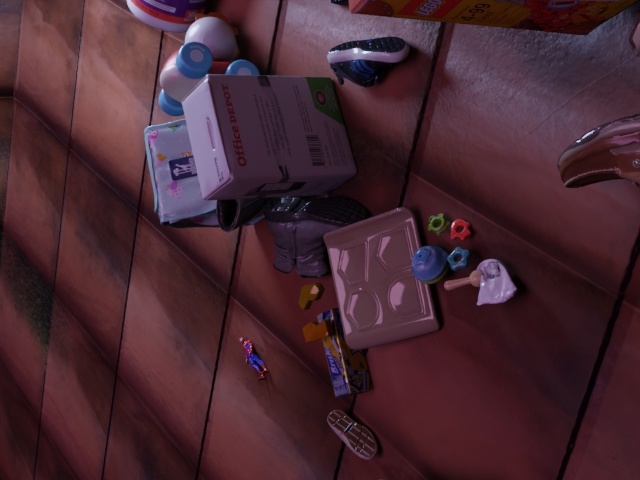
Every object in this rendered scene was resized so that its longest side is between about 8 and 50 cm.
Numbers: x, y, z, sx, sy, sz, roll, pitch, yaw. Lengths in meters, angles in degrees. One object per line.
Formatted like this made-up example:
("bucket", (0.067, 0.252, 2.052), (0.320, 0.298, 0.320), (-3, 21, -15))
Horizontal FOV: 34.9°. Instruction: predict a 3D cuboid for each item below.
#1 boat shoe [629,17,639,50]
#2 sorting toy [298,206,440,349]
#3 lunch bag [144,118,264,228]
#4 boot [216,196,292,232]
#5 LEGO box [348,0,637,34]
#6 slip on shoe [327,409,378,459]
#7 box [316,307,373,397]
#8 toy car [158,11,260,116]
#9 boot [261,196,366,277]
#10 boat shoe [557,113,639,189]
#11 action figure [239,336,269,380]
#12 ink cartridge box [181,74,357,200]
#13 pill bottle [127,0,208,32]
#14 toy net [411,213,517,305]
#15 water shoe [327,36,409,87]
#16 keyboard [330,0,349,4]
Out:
("boat shoe", (0.480, -0.316, 1.323), (0.072, 0.068, 0.190), (46, 139, 25))
("sorting toy", (0.078, 0.085, 1.894), (0.307, 0.041, 0.229), (-19, 82, 39))
("lunch bag", (-0.242, -0.143, 2.167), (0.160, 0.262, 0.223), (-25, 73, 53))
("boot", (-0.125, -0.127, 2.047), (0.076, 0.208, 0.190), (18, 113, 34))
("LEGO box", (0.285, -0.432, 1.189), (0.500, 0.372, 0.193), (150, 120, -69))
("slip on shoe", (0.066, 0.385, 1.990), (0.135, 0.051, 0.041), (33, 160, 39))
("box", (0.047, 0.216, 1.978), (0.054, 0.059, 0.169), (-27, 72, 51))
("toy car", (-0.225, -0.400, 2.226), (0.219, 0.210, 0.238), (135, 151, -62))
("boot", (0.000, 0.000, 2.012), (0.246, 0.083, 0.161), (7, 123, 36))
("boat shoe", (0.451, -0.112, 1.331), (0.324, 0.122, 0.120), (-23, 79, 54))
("action figure", (-0.155, 0.262, 2.293), (0.115, 0.030, 0.038), (57, 140, 37))
("ink cartridge box", (-0.098, -0.197, 1.936), (0.121, 0.289, 0.211), (-31, 69, 51))
("pill bottle", (-0.312, -0.642, 2.276), (0.181, 0.181, 0.323), (55, 135, 35))
("toy net", (0.249, 0.040, 1.694), (0.232, 0.045, 0.122), (27, 82, 44))
("water shoe", (0.097, -0.323, 1.859), (0.203, 0.073, 0.080), (13, 131, 53))
("keyboard", (0.025, -0.547, 1.942), (0.100, 0.038, 0.192), (3, 95, 54))
